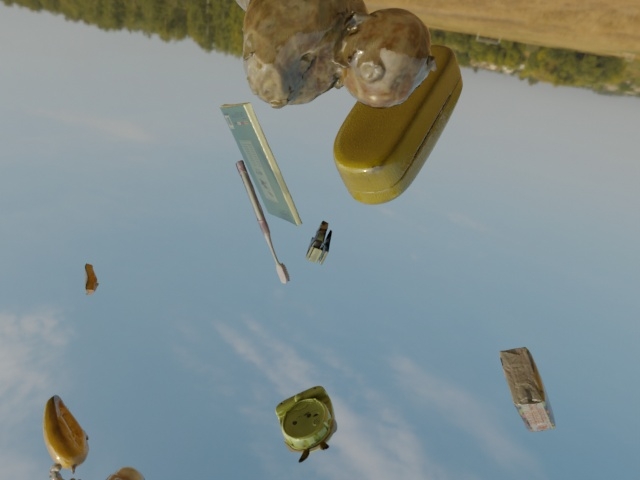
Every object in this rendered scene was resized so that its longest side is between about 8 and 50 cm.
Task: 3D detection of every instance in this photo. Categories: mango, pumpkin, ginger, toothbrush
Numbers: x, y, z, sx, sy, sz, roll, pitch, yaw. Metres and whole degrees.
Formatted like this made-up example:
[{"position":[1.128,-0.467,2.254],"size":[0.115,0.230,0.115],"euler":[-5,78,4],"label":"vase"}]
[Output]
[{"position":[-0.573,0.429,1.169],"size":[0.066,0.101,0.188],"euler":[-31,-112,-4],"label":"mango"},{"position":[-0.613,0.104,1.404],"size":[0.035,0.073,0.101],"euler":[-5,170,-24],"label":"pumpkin"},{"position":[-0.024,-0.328,0.727],"size":[0.256,0.176,0.375],"euler":[-23,-110,-17],"label":"ginger"},{"position":[-0.154,-0.050,1.422],"size":[0.024,0.354,0.029],"euler":[-22,179,24],"label":"toothbrush"}]

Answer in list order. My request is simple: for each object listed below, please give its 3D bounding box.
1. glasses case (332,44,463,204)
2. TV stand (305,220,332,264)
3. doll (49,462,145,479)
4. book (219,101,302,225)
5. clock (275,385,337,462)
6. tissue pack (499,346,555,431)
[{"position":[0.154,-0.230,1.065],"size":[0.173,0.141,0.371],"euler":[12,-122,37],"label":"glasses case"},{"position":[0.000,0.000,1.246],"size":[0.042,0.036,0.249],"euler":[24,-164,-3],"label":"TV stand"},{"position":[-0.344,0.432,0.842],"size":[0.277,0.154,0.119],"euler":[-8,-150,40],"label":"doll"},{"position":[-0.180,-0.228,1.566],"size":[0.031,0.380,0.264],"euler":[-30,-157,-16],"label":"book"},{"position":[-0.035,0.541,1.526],"size":[0.169,0.069,0.232],"euler":[-24,-150,-1],"label":"clock"},{"position":[0.384,0.277,0.969],"size":[0.060,0.148,0.109],"euler":[-19,-133,19],"label":"tissue pack"}]
